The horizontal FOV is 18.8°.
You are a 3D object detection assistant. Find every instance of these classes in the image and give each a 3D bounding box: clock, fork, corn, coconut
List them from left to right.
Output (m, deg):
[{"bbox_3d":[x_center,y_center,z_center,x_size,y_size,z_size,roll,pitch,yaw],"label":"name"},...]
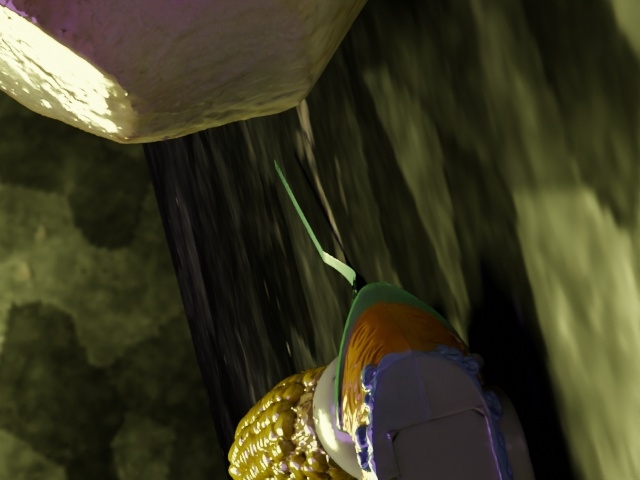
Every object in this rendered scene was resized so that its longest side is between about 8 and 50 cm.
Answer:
[{"bbox_3d":[-0.086,-0.177,1.094,0.259,0.259,0.259,165,90,-81],"label":"coconut"},{"bbox_3d":[-0.006,0.162,1.491,0.322,0.119,0.119,130,125,-75],"label":"corn"},{"bbox_3d":[0.002,0.000,1.488,0.235,0.021,0.039,-114,17,-51],"label":"fork"},{"bbox_3d":[0.058,0.135,1.099,0.144,0.103,0.231,177,80,-82],"label":"clock"}]
